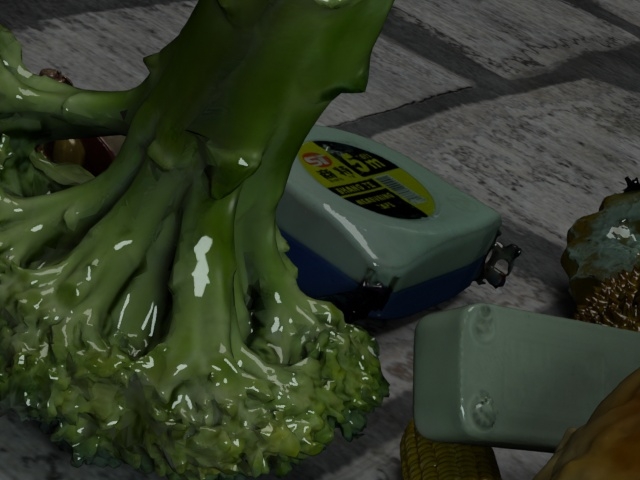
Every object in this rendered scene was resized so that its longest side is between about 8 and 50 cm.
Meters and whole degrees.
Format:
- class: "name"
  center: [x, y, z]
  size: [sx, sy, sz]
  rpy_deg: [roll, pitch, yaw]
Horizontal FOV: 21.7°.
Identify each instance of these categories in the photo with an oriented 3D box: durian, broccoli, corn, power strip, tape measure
- class: "durian"
  center: [0.275, 0.097, 1.379]
  size: [0.168, 0.137, 0.158]
  rpy_deg: [-4, 34, -17]
- class: "broccoli"
  center: [-0.061, -0.010, 1.040]
  size: [0.353, 0.397, 0.275]
  rpy_deg: [50, 31, -32]
- class: "corn"
  center: [0.095, 0.178, 1.129]
  size: [0.067, 0.067, 0.206]
  rpy_deg: [15, 23, -14]
- class: "power strip"
  center: [0.227, 0.114, 1.207]
  size: [0.385, 0.091, 0.062]
  rpy_deg: [11, -14, -37]
- class: "tape measure"
  center: [0.000, 0.000, 1.384]
  size: [0.215, 0.098, 0.351]
  rpy_deg: [34, 24, 22]

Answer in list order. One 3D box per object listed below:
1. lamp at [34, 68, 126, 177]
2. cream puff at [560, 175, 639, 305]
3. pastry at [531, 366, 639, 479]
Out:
- class: "lamp"
  center: [-0.192, -0.076, 1.374]
  size: [0.253, 0.118, 0.118]
  rpy_deg: [27, 24, 8]
- class: "cream puff"
  center: [0.305, 0.031, 1.568]
  size: [0.121, 0.156, 0.156]
  rpy_deg: [-15, -6, 43]
- class: "pastry"
  center: [0.303, 0.232, 0.933]
  size: [0.410, 0.245, 0.409]
  rpy_deg: [5, 40, -4]
